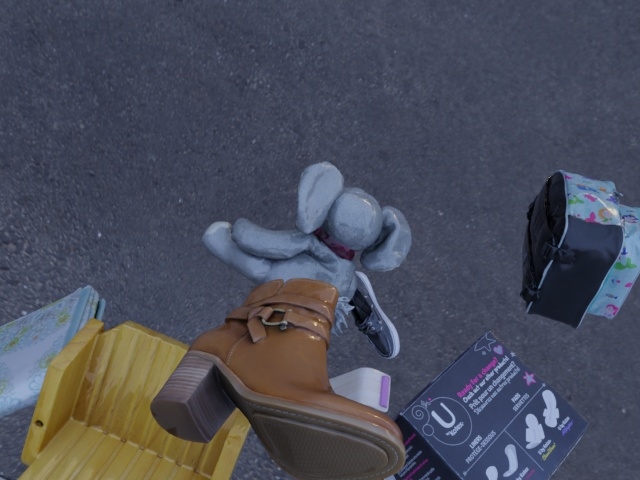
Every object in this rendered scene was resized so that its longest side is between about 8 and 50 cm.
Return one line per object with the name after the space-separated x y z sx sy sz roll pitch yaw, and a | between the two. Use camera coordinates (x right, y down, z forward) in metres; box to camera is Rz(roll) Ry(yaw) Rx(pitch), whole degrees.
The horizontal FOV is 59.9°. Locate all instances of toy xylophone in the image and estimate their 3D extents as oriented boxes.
0.055 0.491 1.610 0.081 0.322 0.236 38 50 -25 | toy xylophone

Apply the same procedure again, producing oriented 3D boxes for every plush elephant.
0.000 0.000 0.979 0.272 0.330 0.255 41 78 -33 | plush elephant

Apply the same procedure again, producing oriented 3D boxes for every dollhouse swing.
-0.323 0.353 0.887 0.346 0.305 0.315 22 103 3 | dollhouse swing

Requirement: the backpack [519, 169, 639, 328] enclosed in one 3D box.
0.455 0.002 0.990 0.190 0.225 0.254 11 35 4 | backpack

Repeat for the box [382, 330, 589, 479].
0.151 0.247 0.641 0.163 0.247 0.142 -32 66 -32 | box

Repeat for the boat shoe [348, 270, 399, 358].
0.112 0.184 1.332 0.076 0.080 0.229 -20 87 -52 | boat shoe

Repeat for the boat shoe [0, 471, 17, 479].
-0.690 0.549 1.192 0.091 0.302 0.115 2 77 -57 | boat shoe

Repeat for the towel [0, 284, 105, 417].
-0.717 0.286 1.401 0.320 0.374 0.090 -26 119 2 | towel

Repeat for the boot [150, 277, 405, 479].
-0.018 0.134 0.607 0.220 0.283 0.109 -51 130 -48 | boot
